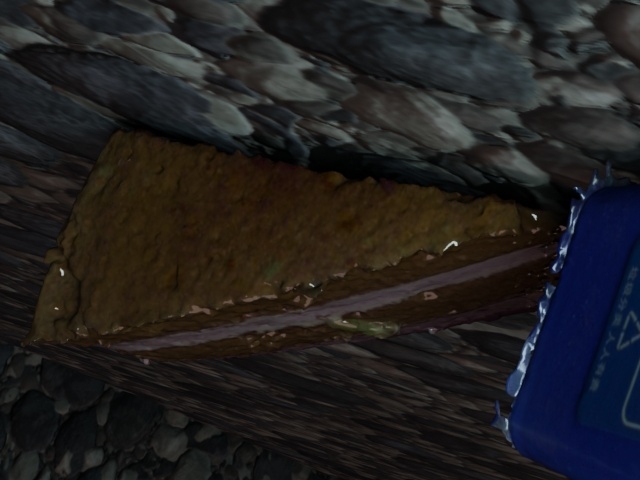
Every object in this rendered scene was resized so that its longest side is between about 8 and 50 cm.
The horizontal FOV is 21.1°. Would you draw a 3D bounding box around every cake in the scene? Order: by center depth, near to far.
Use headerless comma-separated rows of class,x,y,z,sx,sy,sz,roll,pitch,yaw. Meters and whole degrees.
cake,0.000,0.000,0.821,0.295,0.112,0.116,-3,165,32

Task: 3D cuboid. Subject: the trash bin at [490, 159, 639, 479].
trash bin,0.187,0.055,0.574,0.184,0.162,0.234,23,173,-25
